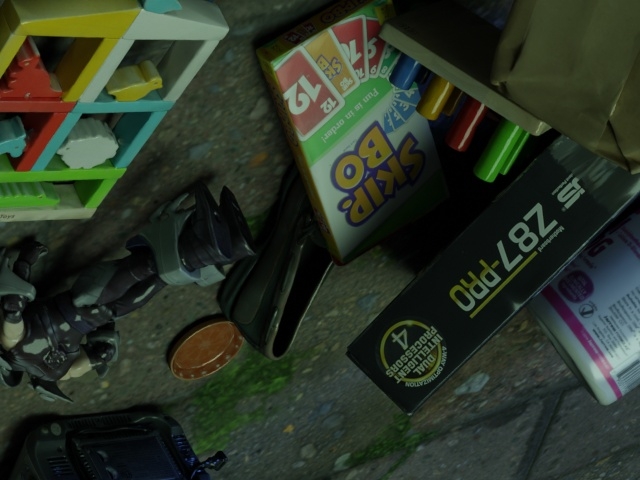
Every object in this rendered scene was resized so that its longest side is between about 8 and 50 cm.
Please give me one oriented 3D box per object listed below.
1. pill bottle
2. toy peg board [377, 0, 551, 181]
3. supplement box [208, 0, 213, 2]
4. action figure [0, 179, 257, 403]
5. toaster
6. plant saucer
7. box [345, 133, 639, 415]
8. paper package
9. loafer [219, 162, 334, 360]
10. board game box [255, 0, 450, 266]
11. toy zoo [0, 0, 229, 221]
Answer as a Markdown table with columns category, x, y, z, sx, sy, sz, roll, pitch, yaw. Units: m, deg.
| category | x | y | z | sx | sy | sz | roll | pitch | yaw |
| --- | --- | --- | --- | --- | --- | --- | --- | --- | --- |
| pill bottle | 0.385 | 0.043 | 2.148 | 0.283 | 0.160 | 0.160 | -36 | 148 | 0 |
| toy peg board | 0.132 | -0.125 | 1.641 | 0.079 | 0.160 | 0.161 | -62 | 165 | 24 |
| supplement box | -0.090 | -0.239 | 1.415 | 0.083 | 0.083 | 0.056 | -46 | 146 | 16 |
| action figure | -0.197 | 0.050 | 1.684 | 0.285 | 0.099 | 0.185 | -29 | 156 | 11 |
| toaster | -0.216 | 0.260 | 1.907 | 0.227 | 0.129 | 0.146 | -4 | 140 | -43 |
| plant saucer | -0.115 | 0.106 | 1.904 | 0.083 | 0.013 | 0.083 | -25 | 147 | -18 |
| box | 0.200 | -0.007 | 1.820 | 0.318 | 0.097 | 0.395 | -47 | 174 | 15 |
| paper package | 0.313 | -0.264 | 1.549 | 0.325 | 0.168 | 0.309 | -36 | 150 | -49 |
| loafer | 0.000 | 0.000 | 1.806 | 0.096 | 0.084 | 0.267 | 0 | 133 | -43 |
| board game box | 0.036 | -0.092 | 1.697 | 0.124 | 0.039 | 0.259 | -32 | 133 | -14 |
| toy zoo | -0.198 | -0.111 | 1.483 | 0.192 | 0.030 | 0.293 | -4 | 146 | -40 |
